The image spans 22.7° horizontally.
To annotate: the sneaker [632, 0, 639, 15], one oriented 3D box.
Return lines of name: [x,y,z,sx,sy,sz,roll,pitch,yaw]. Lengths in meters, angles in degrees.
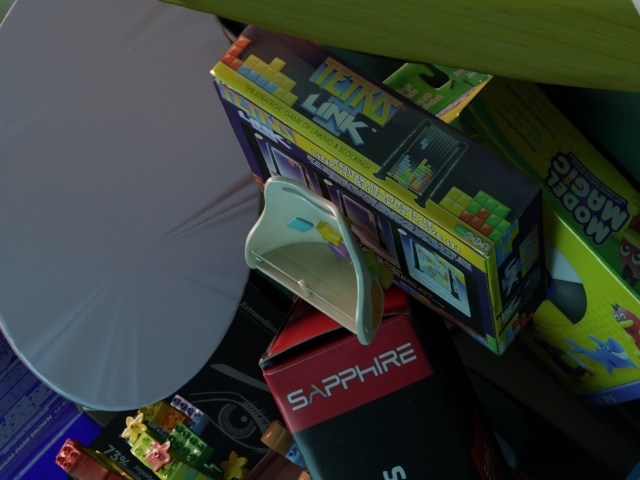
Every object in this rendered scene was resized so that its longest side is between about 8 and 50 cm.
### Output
sneaker: [0.208,-0.072,0.409,0.147,0.295,0.104,97,156,-69]

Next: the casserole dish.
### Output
casserole dish: [0.097,0.141,1.149,0.114,0.037,0.188,35,153,15]

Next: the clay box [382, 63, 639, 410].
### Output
clay box: [0.116,-0.008,0.869,0.222,0.053,0.127,44,155,-6]

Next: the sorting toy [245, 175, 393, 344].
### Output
sorting toy: [0.000,0.000,0.802,0.083,0.045,0.075,33,158,29]

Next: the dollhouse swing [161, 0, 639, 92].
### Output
dollhouse swing: [0.079,-0.224,0.576,0.315,0.305,0.347,8,-178,-43]

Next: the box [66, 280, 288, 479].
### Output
box: [-0.070,0.159,1.214,0.153,0.207,0.108,39,159,9]

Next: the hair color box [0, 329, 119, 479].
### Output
hair color box: [-0.222,0.176,1.428,0.185,0.110,0.339,45,179,-26]

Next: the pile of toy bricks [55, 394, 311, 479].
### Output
pile of toy bricks: [-0.081,0.150,1.016,0.212,0.118,0.105,29,175,40]

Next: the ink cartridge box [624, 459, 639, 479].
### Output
ink cartridge box: [0.265,0.217,0.870,0.168,0.171,0.233,20,147,41]

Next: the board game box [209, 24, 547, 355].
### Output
board game box: [0.034,-0.027,0.811,0.170,0.048,0.141,35,165,20]

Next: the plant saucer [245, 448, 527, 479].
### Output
plant saucer: [0.040,0.244,1.103,0.259,0.258,0.048,41,-177,-10]

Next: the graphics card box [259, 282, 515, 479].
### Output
graphics card box: [0.087,0.200,0.946,0.233,0.094,0.371,-60,-53,-83]

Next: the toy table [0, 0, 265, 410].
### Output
toy table: [-0.135,-0.028,1.014,0.252,0.274,0.161,11,169,-12]
